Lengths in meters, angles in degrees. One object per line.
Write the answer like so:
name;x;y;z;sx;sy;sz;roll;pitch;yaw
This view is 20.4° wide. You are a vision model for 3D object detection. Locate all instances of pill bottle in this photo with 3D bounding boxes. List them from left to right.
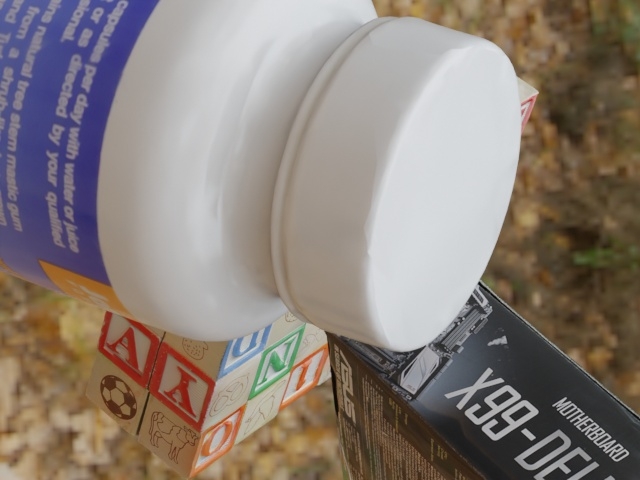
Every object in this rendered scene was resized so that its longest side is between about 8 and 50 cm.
pill bottle;-0.071;-0.050;0.664;0.152;0.272;0.152;-41;140;-45

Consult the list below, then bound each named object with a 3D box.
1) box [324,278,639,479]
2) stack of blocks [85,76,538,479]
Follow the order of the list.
box;0.108;0.195;0.821;0.076;0.242;0.307;-27;134;-23
stack of blocks;0.000;0.000;1.107;0.297;0.087;0.171;-32;151;-44
